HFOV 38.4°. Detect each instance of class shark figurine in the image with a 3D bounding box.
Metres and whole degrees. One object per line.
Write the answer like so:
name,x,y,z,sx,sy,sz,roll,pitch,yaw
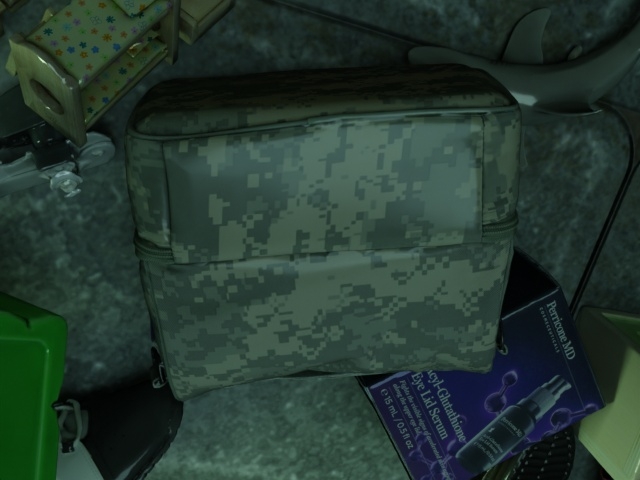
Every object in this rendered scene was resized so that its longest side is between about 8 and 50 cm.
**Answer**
shark figurine,0.237,-0.152,0.813,0.278,0.116,0.166,-28,116,0

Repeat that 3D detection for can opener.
can opener,-0.303,-0.050,0.754,0.280,0.074,0.093,-22,80,-6

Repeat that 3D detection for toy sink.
toy sink,0.356,0.169,0.896,0.153,0.234,0.131,9,108,-16

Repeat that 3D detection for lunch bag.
lunch bag,0.000,0.000,0.742,0.305,0.212,0.256,-4,109,-2

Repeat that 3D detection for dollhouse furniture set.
dollhouse furniture set,-0.179,-0.198,0.688,0.161,0.101,0.182,39,68,5

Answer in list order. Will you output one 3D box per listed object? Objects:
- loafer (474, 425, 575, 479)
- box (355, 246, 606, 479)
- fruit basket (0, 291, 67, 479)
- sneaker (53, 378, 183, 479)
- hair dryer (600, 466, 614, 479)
loafer,0.193,0.263,0.975,0.080,0.078,0.220,9,114,-27
box,0.147,0.128,0.899,0.207,0.108,0.153,-28,114,-1
fruit basket,-0.390,0.188,0.659,0.283,0.392,0.392,13,111,-56
sneaker,-0.284,0.200,0.816,0.331,0.122,0.146,-31,116,-1
hair dryer,0.309,0.383,1.051,0.224,0.080,0.293,13,106,-17
